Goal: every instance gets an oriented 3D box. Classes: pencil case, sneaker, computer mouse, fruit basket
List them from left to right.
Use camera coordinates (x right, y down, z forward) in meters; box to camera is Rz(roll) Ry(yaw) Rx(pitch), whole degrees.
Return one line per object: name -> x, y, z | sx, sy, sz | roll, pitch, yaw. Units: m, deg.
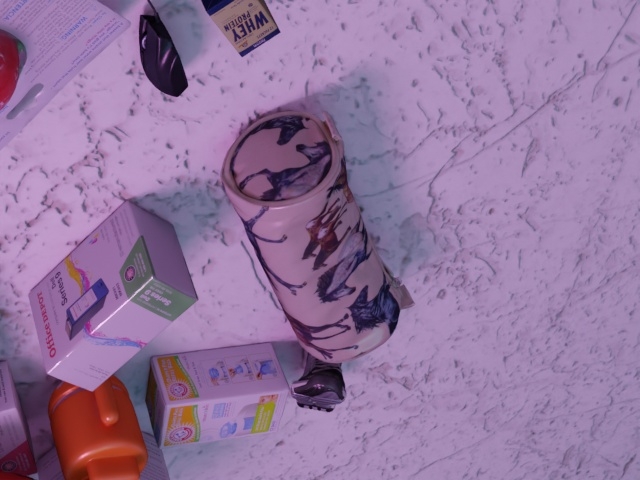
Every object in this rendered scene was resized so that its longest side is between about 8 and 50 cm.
fruit basket -> -0.430, -0.208, 1.194 | 0.327, 0.165, 0.353 | -40, 152, 17
computer mouse -> -0.202, -0.256, 1.284 | 0.041, 0.071, 0.242 | -25, 137, -9
pencil case -> 0.000, 0.000, 1.581 | 0.183, 0.160, 0.410 | -32, 140, -7
sneaker -> 0.002, 0.195, 1.796 | 0.086, 0.132, 0.228 | 11, 165, -3

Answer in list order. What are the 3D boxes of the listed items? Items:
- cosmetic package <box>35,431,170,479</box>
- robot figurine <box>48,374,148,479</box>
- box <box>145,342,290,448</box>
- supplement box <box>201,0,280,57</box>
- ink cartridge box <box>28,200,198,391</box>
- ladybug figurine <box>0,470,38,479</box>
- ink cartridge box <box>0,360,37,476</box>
cosmetic package -> -0.342, 0.409, 1.817 | 0.151, 0.183, 0.151 | -38, 137, 15
robot figurine -> -0.332, 0.285, 1.666 | 0.128, 0.219, 0.158 | -27, 140, 1
box -> -0.168, 0.247, 1.795 | 0.203, 0.103, 0.114 | -4, 134, -22
supplement box -> -0.099, -0.275, 1.304 | 0.056, 0.083, 0.083 | -31, 140, 8
ink cartridge box -> -0.284, 0.077, 1.524 | 0.212, 0.154, 0.093 | -41, 136, 18
ladybug figurine -> -0.435, 0.456, 1.611 | 0.449, 0.162, 0.305 | 28, 122, -17
ink cartridge box -> -0.556, 0.292, 1.654 | 0.237, 0.100, 0.172 | -14, 137, -13
